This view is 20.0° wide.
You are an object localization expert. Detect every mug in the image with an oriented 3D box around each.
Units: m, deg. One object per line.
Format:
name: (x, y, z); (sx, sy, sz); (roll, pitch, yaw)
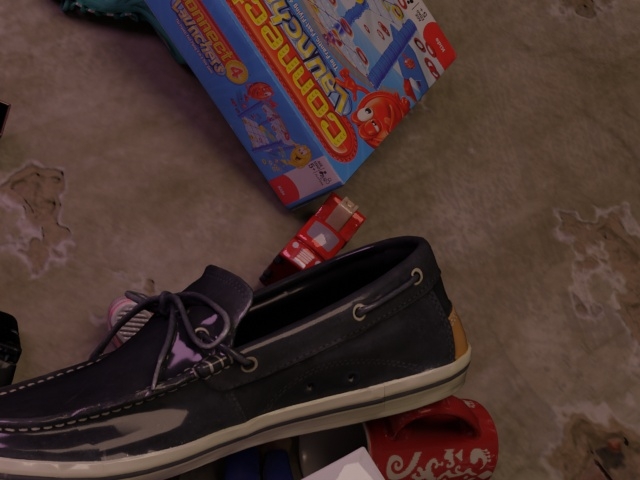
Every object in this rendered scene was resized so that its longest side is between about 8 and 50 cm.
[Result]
mug: (0.090, 0.200, 1.734); (0.169, 0.150, 0.113); (3, 86, -37)

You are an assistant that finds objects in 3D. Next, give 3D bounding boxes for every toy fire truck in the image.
toy fire truck: (0.000, 0.000, 1.825); (0.047, 0.192, 0.135); (40, 73, 0)

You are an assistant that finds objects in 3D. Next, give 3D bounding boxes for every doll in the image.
doll: (-0.048, 0.266, 1.656); (0.129, 0.046, 0.189); (15, 50, -22)

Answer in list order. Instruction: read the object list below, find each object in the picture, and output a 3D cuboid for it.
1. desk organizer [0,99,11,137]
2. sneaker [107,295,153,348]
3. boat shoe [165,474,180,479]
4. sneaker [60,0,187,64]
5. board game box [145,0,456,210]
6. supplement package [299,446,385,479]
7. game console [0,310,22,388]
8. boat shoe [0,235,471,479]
desk organizer: (-0.368, -0.126, 1.744); (0.130, 0.050, 0.047); (23, 48, -16)
sneaker: (-0.157, 0.107, 1.704); (0.051, 0.070, 0.134); (-33, 108, -8)
boat shoe: (-0.184, 0.224, 1.590); (0.178, 0.060, 0.064); (-26, 73, -42)
sneaker: (-0.235, -0.279, 1.933); (0.275, 0.107, 0.110); (42, 75, -4)
board game box: (-0.021, -0.240, 1.953); (0.308, 0.086, 0.302); (55, 41, -14)
supplement package: (-0.034, 0.333, 1.507); (0.262, 0.145, 0.204); (-25, 74, -28)
game console: (-0.336, 0.102, 1.620); (0.122, 0.071, 0.107); (19, 19, -21)
boat shoe: (-0.103, 0.103, 1.588); (0.500, 0.187, 0.156); (-13, 106, -20)
